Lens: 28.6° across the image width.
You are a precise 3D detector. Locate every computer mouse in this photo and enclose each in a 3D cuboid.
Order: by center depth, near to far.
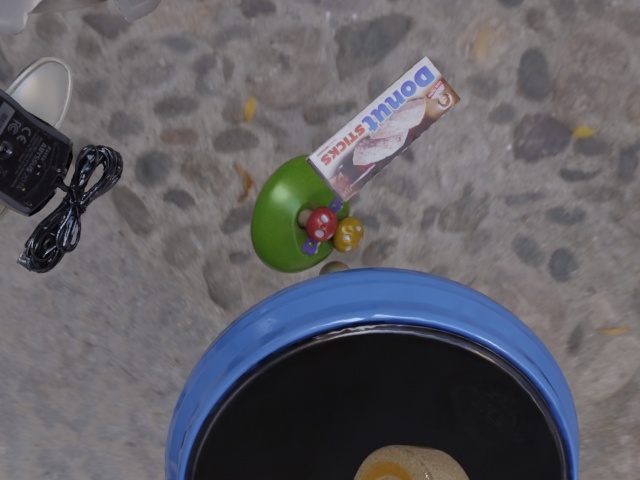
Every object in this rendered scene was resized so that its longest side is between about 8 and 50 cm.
[{"bbox_3d":[-0.386,-0.098,1.534,0.072,0.272,0.188,24,76,47],"label":"computer mouse"}]

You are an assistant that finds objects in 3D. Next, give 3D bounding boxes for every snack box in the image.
[{"bbox_3d":[0.070,-0.122,1.384,0.178,0.022,0.064,-42,96,-12],"label":"snack box"}]

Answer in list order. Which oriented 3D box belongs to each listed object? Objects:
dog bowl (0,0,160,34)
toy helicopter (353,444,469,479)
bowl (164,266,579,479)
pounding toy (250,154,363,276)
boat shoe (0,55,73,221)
[{"bbox_3d":[-0.372,-0.355,1.564,0.348,0.349,0.102,4,116,0],"label":"dog bowl"},{"bbox_3d":[0.119,0.212,0.602,0.140,0.355,0.235,4,119,-36],"label":"toy helicopter"},{"bbox_3d":[0.051,0.218,1.160,0.391,0.077,0.391,-1,113,-3],"label":"bowl"},{"bbox_3d":[0.000,0.000,1.840,0.183,0.110,0.237,-22,123,-37],"label":"pounding toy"},{"bbox_3d":[-0.419,-0.140,1.727,0.095,0.079,0.254,20,98,-25],"label":"boat shoe"}]
